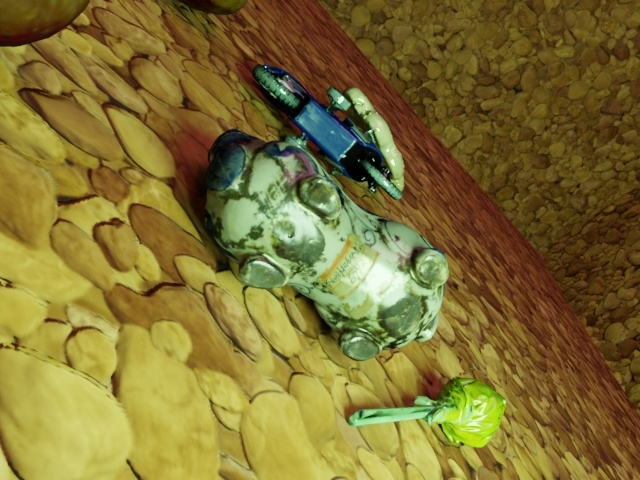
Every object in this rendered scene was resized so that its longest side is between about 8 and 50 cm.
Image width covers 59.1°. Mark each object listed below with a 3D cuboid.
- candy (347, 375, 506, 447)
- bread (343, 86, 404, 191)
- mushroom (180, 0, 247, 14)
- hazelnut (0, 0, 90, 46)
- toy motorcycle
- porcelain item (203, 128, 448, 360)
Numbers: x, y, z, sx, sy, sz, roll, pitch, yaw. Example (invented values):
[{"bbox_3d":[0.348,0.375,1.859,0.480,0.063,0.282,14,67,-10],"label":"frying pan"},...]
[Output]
[{"bbox_3d":[0.115,0.183,0.600,0.262,0.073,0.077,15,22,-47],"label":"candy"},{"bbox_3d":[0.107,-0.176,1.074,0.181,0.039,0.251,55,-4,22],"label":"bread"},{"bbox_3d":[-0.203,-0.487,0.880,0.267,0.255,0.267,57,-6,9],"label":"mushroom"},{"bbox_3d":[-0.248,-0.221,0.370,0.202,0.160,0.170,31,26,-31],"label":"hazelnut"},{"bbox_3d":[0.012,-0.176,0.916,0.315,0.113,0.169,42,10,0],"label":"toy motorcycle"},{"bbox_3d":[0.000,0.000,0.582,0.288,0.138,0.186,34,9,-28],"label":"porcelain item"}]
